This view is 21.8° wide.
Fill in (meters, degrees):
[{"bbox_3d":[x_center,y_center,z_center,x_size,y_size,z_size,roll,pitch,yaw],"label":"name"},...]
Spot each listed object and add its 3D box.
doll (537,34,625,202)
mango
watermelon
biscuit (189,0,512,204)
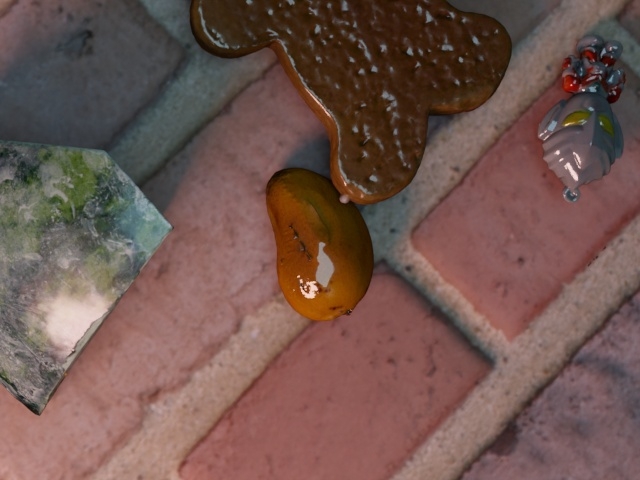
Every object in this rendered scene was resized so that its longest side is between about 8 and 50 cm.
[{"bbox_3d":[0.275,-0.127,1.733,0.094,0.079,0.180,15,79,-9],"label":"doll"},{"bbox_3d":[0.001,0.001,1.688,0.105,0.084,0.159,-15,95,-14],"label":"mango"},{"bbox_3d":[-0.268,-0.003,1.639,0.289,0.213,0.320,41,129,22],"label":"watermelon"},{"bbox_3d":[-0.005,-0.266,1.683,0.283,0.064,0.432,-45,97,-15],"label":"biscuit"}]
